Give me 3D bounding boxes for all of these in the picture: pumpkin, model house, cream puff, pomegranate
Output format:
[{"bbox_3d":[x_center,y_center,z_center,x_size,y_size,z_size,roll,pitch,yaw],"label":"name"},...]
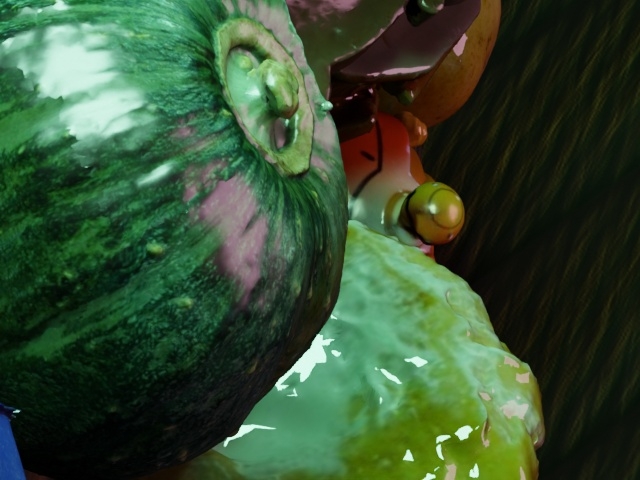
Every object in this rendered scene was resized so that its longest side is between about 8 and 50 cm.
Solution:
[{"bbox_3d":[-0.135,-0.006,1.048,0.293,0.263,0.197,69,22,-11],"label":"pumpkin"},{"bbox_3d":[0.004,-0.172,1.699,0.219,0.229,0.199,7,64,-35],"label":"model house"},{"bbox_3d":[-0.014,0.175,1.486,0.275,0.378,0.378,72,16,-56],"label":"cream puff"},{"bbox_3d":[0.060,-0.248,2.183,0.307,0.307,0.307,-5,90,-81],"label":"pomegranate"}]

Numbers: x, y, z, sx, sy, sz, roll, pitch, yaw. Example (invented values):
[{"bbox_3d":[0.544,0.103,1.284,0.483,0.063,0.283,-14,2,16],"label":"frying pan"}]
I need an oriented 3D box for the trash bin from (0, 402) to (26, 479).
[{"bbox_3d":[-0.195,0.195,0.878,0.162,0.184,0.234,53,22,-73],"label":"trash bin"}]

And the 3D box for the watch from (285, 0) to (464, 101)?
[{"bbox_3d":[0.001,-0.292,1.405,0.314,0.335,0.327,56,-26,12],"label":"watch"}]

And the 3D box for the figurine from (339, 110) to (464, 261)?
[{"bbox_3d":[-0.004,-0.002,1.812,0.196,0.320,0.323,46,38,-17],"label":"figurine"}]
